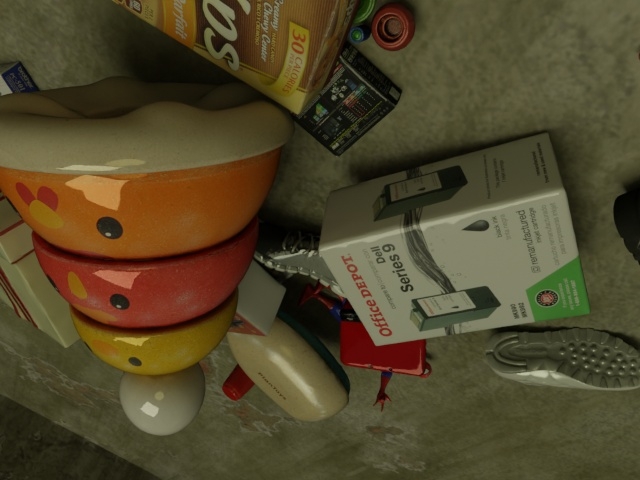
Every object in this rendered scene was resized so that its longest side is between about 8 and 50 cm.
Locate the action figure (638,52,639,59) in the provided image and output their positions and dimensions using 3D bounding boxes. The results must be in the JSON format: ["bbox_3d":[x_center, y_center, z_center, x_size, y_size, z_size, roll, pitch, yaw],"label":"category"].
[{"bbox_3d":[0.363,-0.186,0.530,0.115,0.030,0.038,-4,137,33],"label":"action figure"}]

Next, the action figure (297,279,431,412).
[{"bbox_3d":[0.081,0.193,1.007,0.280,0.139,0.091,33,141,-13],"label":"action figure"}]

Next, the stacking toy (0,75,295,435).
[{"bbox_3d":[-0.204,0.050,0.722,0.350,0.350,0.480,8,113,20],"label":"stacking toy"}]

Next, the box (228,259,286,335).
[{"bbox_3d":[-0.168,0.083,0.927,0.170,0.091,0.130,-2,145,37],"label":"box"}]

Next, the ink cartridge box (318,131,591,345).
[{"bbox_3d":[0.170,0.013,0.731,0.289,0.122,0.211,-14,128,22],"label":"ink cartridge box"}]

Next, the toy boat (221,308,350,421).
[{"bbox_3d":[-0.084,0.223,1.083,0.267,0.148,0.318,48,145,-6],"label":"toy boat"}]

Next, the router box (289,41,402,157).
[{"bbox_3d":[0.027,-0.172,0.708,0.092,0.038,0.122,38,138,-16],"label":"router box"}]

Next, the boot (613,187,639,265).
[{"bbox_3d":[0.520,0.020,0.591,0.348,0.131,0.260,40,138,-16],"label":"boot"}]

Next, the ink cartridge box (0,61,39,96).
[{"bbox_3d":[-0.550,-0.230,0.936,0.207,0.046,0.097,2,134,26],"label":"ink cartridge box"}]

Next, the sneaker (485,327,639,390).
[{"bbox_3d":[0.387,0.196,0.902,0.235,0.090,0.095,3,148,29],"label":"sneaker"}]

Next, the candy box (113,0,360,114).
[{"bbox_3d":[-0.112,-0.294,0.582,0.316,0.088,0.183,33,141,4],"label":"candy box"}]

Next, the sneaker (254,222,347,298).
[{"bbox_3d":[0.000,0.000,0.887,0.228,0.086,0.132,23,136,-12],"label":"sneaker"}]

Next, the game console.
[{"bbox_3d":[0.110,0.140,0.930,0.144,0.124,0.085,3,127,23],"label":"game console"}]

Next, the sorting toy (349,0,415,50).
[{"bbox_3d":[0.058,-0.245,0.619,0.102,0.042,0.061,40,124,1],"label":"sorting toy"}]

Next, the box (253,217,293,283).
[{"bbox_3d":[-0.172,0.007,0.991,0.231,0.056,0.183,37,139,-14],"label":"box"}]

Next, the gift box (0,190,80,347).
[{"bbox_3d":[-0.413,-0.039,0.908,0.255,0.276,0.258,17,136,29],"label":"gift box"}]
